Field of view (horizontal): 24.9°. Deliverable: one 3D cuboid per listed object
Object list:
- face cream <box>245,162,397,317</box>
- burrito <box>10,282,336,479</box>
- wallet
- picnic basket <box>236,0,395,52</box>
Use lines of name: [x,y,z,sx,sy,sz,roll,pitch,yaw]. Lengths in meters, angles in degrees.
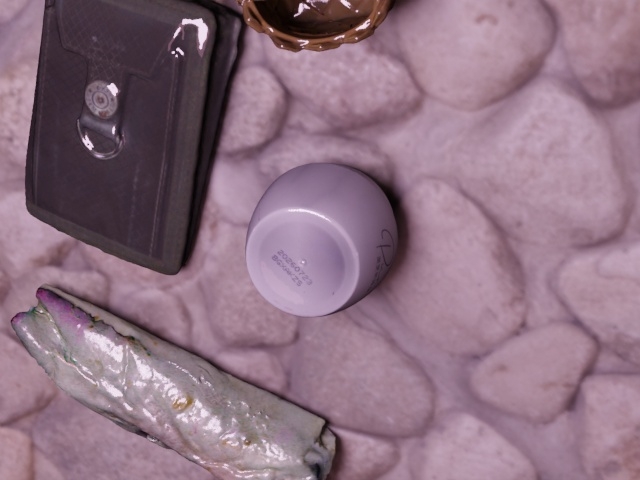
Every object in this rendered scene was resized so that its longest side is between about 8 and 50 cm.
face cream: [0.000,0.000,1.137,0.117,0.104,0.117,6,112,14]
burrito: [-0.130,0.139,1.255,0.309,0.066,0.096,28,111,5]
wallet: [-0.163,-0.097,1.187,0.168,0.052,0.245,21,118,13]
picnic basket: [-0.009,-0.201,1.020,0.128,0.178,0.138,-3,109,18]
